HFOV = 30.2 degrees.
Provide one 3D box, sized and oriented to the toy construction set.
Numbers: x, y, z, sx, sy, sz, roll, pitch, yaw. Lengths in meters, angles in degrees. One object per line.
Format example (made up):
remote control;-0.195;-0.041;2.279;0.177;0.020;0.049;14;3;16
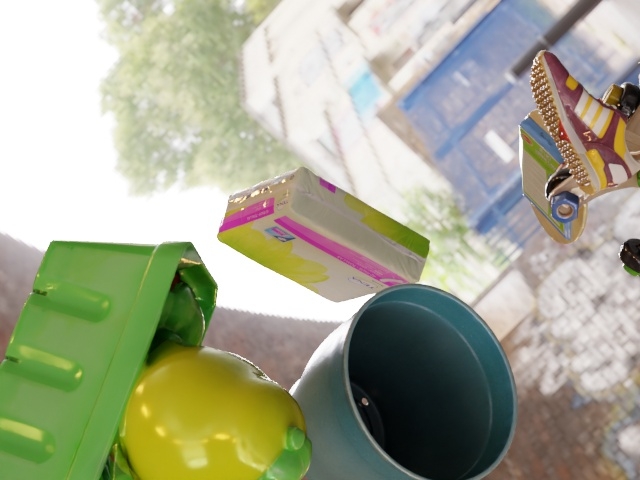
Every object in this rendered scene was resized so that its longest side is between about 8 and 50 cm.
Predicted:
toy construction set;0.473;-0.116;1.587;0.257;0.237;0.309;33;-147;21

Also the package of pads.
package of pads;0.000;0.000;1.994;0.297;0.229;0.101;30;-119;-30

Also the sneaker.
sneaker;0.321;-0.151;1.435;0.069;0.084;0.185;148;99;-83

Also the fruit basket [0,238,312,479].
fruit basket;-0.173;0.194;1.321;0.392;0.392;0.283;47;172;15

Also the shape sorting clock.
shape sorting clock;0.347;-0.096;1.763;0.206;0.040;0.206;163;90;-80

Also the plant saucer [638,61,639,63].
plant saucer;0.660;-0.350;2.096;0.036;0.199;0.198;61;-167;2

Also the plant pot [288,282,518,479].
plant pot;0.085;0.229;1.623;0.272;0.255;0.271;14;-119;-26
